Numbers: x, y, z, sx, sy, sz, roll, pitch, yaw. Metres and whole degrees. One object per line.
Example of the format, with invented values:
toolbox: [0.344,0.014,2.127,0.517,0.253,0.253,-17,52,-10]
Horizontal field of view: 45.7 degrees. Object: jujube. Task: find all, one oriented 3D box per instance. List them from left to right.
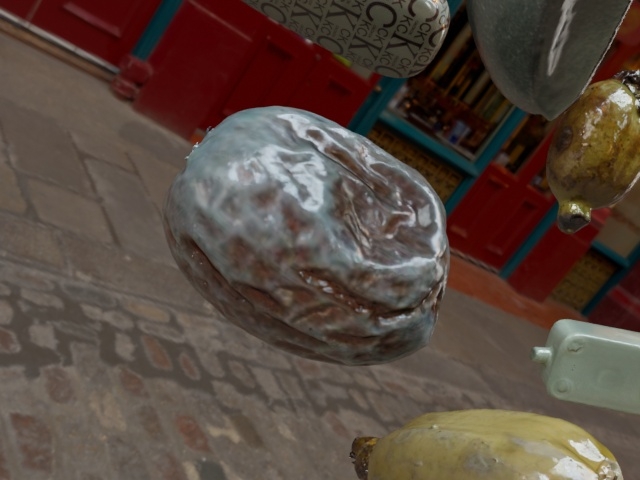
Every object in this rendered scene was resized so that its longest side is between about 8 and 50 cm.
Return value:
jujube: [-0.002,0.003,0.804,0.308,0.215,0.246,39,47,0]

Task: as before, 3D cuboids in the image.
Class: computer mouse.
computer mouse: [0.184,-0.259,0.598,0.114,0.373,0.203,1,49,-4]

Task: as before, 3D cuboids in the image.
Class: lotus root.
lotus root: [0.165,0.269,0.844,0.343,0.151,0.169,-9,2,42]
lotus root: [0.475,-0.158,1.300,0.169,0.314,0.141,29,-1,-28]

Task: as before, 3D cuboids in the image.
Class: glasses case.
glasses case: [-0.008,-0.322,0.939,0.355,0.137,0.085,30,54,2]

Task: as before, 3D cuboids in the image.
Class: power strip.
power strip: [0.439,0.170,0.915,0.386,0.091,0.062,11,19,-2]
